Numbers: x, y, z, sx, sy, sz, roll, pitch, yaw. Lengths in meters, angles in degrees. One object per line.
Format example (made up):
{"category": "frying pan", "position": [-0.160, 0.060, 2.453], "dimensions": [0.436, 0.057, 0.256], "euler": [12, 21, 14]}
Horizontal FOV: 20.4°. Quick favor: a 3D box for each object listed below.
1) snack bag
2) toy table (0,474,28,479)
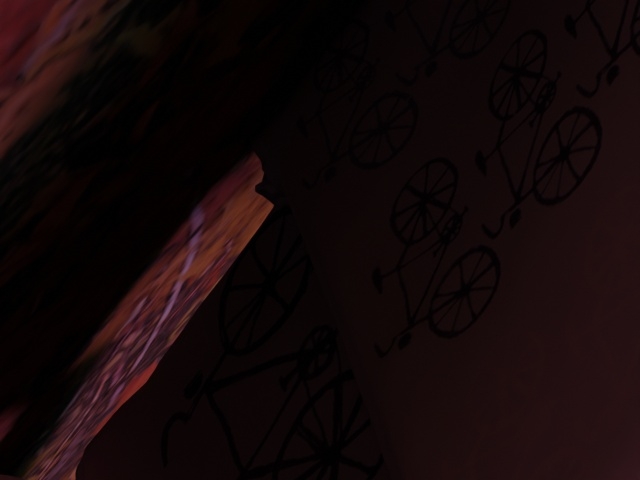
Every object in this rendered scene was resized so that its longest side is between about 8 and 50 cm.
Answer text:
{"category": "snack bag", "position": [0.016, 0.040, 0.560], "dimensions": [0.342, 0.037, 0.323], "euler": [-52, -154, 19]}
{"category": "toy table", "position": [-0.109, 0.176, 0.387], "dimensions": [0.274, 0.252, 0.161], "euler": [-56, -175, 49]}
